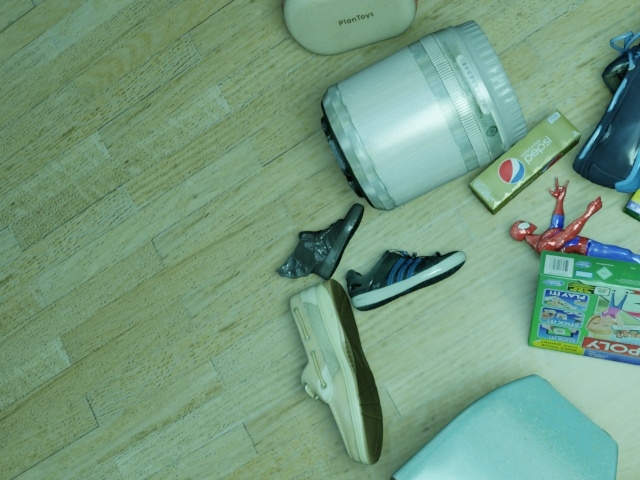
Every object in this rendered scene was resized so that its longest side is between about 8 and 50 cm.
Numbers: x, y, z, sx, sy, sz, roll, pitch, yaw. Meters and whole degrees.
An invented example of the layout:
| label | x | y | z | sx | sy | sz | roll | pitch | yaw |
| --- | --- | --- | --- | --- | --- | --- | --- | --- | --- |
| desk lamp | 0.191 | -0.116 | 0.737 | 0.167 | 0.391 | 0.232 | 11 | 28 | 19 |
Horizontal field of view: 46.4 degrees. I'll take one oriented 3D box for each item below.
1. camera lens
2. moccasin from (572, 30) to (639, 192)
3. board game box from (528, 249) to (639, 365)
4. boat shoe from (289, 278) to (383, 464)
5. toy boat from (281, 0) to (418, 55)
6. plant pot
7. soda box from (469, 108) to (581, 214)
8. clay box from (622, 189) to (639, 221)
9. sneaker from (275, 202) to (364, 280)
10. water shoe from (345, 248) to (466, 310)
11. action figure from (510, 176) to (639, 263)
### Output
| label | x | y | z | sx | sy | sz | roll | pitch | yaw |
| --- | --- | --- | --- | --- | --- | --- | --- | --- | --- |
| camera lens | 0.153 | -0.189 | 1.166 | 0.274 | 0.219 | 0.220 | -26 | 77 | 11 |
| moccasin | 0.476 | -0.244 | 1.122 | 0.116 | 0.137 | 0.342 | 19 | 77 | 35 |
| board game box | 0.463 | 0.111 | 1.048 | 0.317 | 0.214 | 0.046 | 8 | 56 | 17 |
| boat shoe | 0.022 | 0.217 | 1.211 | 0.098 | 0.109 | 0.303 | -21 | 72 | 17 |
| toy boat | 0.046 | -0.425 | 1.288 | 0.231 | 0.151 | 0.151 | -12 | 49 | 13 |
| plant pot | 0.271 | 0.335 | 1.059 | 0.248 | 0.247 | 0.252 | 41 | 78 | 16 |
| soda box | 0.325 | -0.123 | 1.193 | 0.181 | 0.061 | 0.058 | -41 | 75 | 7 |
| clay box | 0.576 | -0.107 | 1.126 | 0.127 | 0.053 | 0.222 | 33 | 93 | 17 |
| sneaker | 0.001 | 0.000 | 1.271 | 0.089 | 0.051 | 0.170 | 27 | 94 | 12 |
| water shoe | 0.135 | 0.045 | 1.217 | 0.203 | 0.073 | 0.080 | -24 | 75 | 11 |
| action figure | 0.436 | -0.017 | 1.135 | 0.280 | 0.091 | 0.139 | 12 | 92 | 16 |
